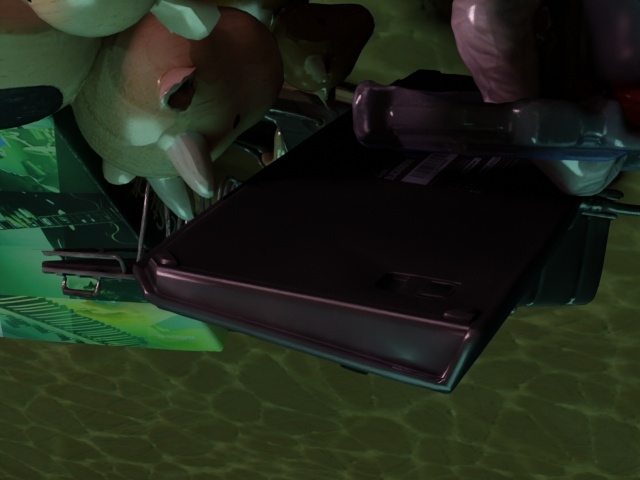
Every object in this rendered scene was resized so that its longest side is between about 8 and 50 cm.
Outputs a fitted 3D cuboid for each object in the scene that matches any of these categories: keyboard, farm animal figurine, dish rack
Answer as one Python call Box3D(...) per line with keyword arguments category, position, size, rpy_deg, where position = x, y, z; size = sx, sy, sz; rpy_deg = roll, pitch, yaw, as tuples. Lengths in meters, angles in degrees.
Box3D(category="keyboard", position=(0.080, -0.011, 0.624), size=(0.201, 0.317, 0.033), rpy_deg=(10, 111, 18))
Box3D(category="farm animal figurine", position=(-0.094, -0.097, 0.579), size=(0.326, 0.172, 0.330), rpy_deg=(-12, 162, -8))
Box3D(category="dish rack", position=(0.000, 0.000, 0.855), size=(0.271, 0.074, 0.208), rpy_deg=(3, 179, 32))

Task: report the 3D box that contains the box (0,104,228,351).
Box3D(category="box", position=(-0.211, -0.034, 0.990), size=(0.232, 0.058, 0.322), rpy_deg=(2, 150, 23))

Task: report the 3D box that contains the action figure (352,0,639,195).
Box3D(category="action figure", position=(0.195, -0.109, 0.571), size=(0.341, 0.179, 0.330), rpy_deg=(3, 171, -17))

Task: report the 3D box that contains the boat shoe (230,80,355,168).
Box3D(category="boat shoe", position=(-0.019, -0.058, 0.861), size=(0.152, 0.049, 0.056), rpy_deg=(18, 152, -6))
